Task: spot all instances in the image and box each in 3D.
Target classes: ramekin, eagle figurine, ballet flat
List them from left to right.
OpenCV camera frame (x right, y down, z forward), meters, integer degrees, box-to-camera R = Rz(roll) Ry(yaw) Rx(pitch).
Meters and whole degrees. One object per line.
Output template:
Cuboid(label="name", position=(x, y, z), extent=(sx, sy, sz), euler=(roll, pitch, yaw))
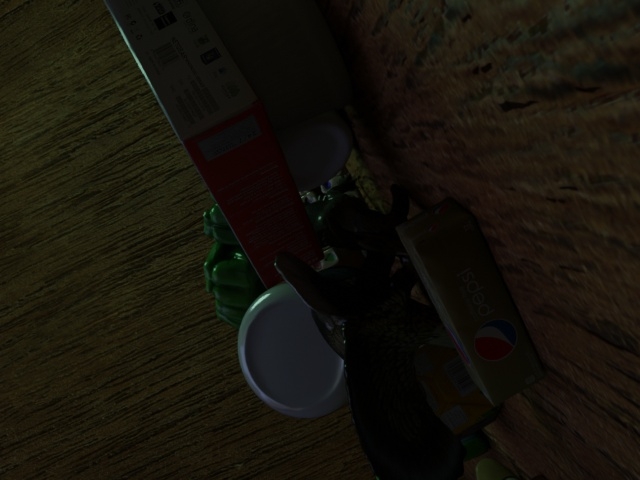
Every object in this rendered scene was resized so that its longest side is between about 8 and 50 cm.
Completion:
Cuboid(label="ramekin", position=(-0.058, -0.225, 0.939), extent=(0.207, 0.109, 0.207), euler=(61, 178, 4))
Cuboid(label="eagle figurine", position=(0.076, 0.121, 0.916), extent=(0.225, 0.226, 0.298), euler=(21, 120, 28))
Cuboid(label="ballet flat", position=(0.345, 0.461, 1.366), extent=(0.232, 0.080, 0.073), euler=(58, 150, 12))

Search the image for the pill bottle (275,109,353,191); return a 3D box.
Cuboid(label="pill bottle", position=(-0.058, -0.187, 1.159), extent=(0.229, 0.131, 0.131), euler=(59, 178, 38))

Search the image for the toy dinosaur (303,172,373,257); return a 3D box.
Cuboid(label="toy dinosaur", position=(-0.012, -0.022, 1.316), extent=(0.160, 0.313, 0.121), euler=(-31, -75, -55))

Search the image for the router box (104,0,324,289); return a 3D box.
Cuboid(label="router box", position=(-0.132, -0.152, 0.928), extent=(0.335, 0.082, 0.301), euler=(58, 175, 31))

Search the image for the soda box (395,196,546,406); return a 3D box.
Cuboid(label="soda box", position=(0.136, 0.056, 0.741), extent=(0.181, 0.058, 0.061), euler=(61, 179, -21))

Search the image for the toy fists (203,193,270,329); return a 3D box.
Cuboid(label="toy fists", position=(-0.119, -0.002, 1.211), extent=(0.142, 0.096, 0.279), euler=(-84, -2, -64))

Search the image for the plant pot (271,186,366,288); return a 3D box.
Cuboid(label="plant pot", position=(0.000, 0.000, 1.617), extent=(0.237, 0.237, 0.254), euler=(60, 162, 20))

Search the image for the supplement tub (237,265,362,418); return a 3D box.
Cuboid(label="supplement tub", position=(0.015, 0.140, 1.229), extent=(0.191, 0.191, 0.272), euler=(60, -158, 6))

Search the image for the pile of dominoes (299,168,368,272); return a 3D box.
Cuboid(label="pile of dominoes", position=(-0.032, -0.070, 1.441), extent=(0.251, 0.196, 0.040), euler=(61, -149, -2))

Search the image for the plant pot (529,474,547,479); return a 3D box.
Cuboid(label="plant pot", position=(0.273, 0.456, 1.112), extent=(0.205, 0.188, 0.205), euler=(60, 178, 3))

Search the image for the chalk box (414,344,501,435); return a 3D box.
Cuboid(label="chalk box", position=(0.179, 0.241, 1.242), extent=(0.132, 0.132, 0.213), euler=(59, 177, 21))

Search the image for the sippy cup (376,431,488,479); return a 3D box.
Cuboid(label="sippy cup", position=(0.193, 0.360, 1.678), extent=(0.305, 0.240, 0.224), euler=(-38, 65, 50))
